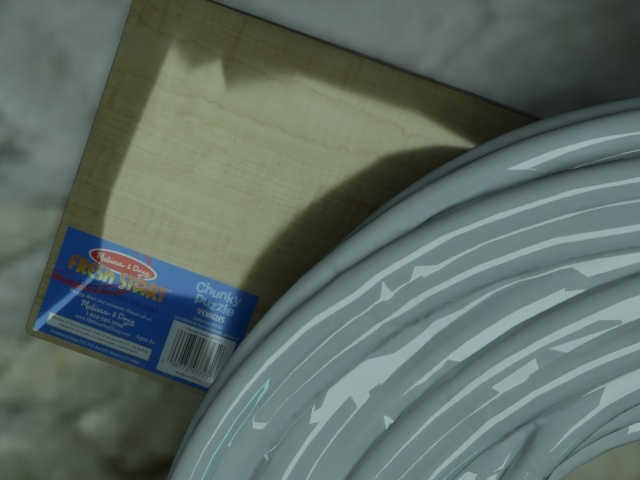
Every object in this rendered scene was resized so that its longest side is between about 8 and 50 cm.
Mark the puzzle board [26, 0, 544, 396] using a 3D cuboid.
[{"bbox_3d":[0.000,0.000,0.410,0.128,0.011,0.096,20,102,-2],"label":"puzzle board"}]

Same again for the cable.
[{"bbox_3d":[0.089,0.089,0.378,0.257,0.089,0.257,-44,100,9],"label":"cable"}]
